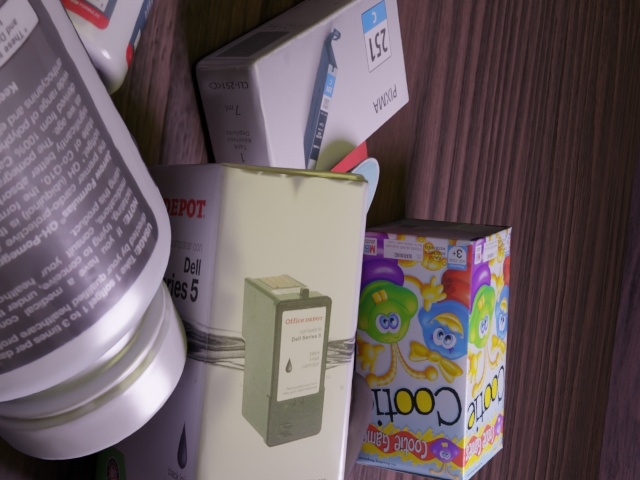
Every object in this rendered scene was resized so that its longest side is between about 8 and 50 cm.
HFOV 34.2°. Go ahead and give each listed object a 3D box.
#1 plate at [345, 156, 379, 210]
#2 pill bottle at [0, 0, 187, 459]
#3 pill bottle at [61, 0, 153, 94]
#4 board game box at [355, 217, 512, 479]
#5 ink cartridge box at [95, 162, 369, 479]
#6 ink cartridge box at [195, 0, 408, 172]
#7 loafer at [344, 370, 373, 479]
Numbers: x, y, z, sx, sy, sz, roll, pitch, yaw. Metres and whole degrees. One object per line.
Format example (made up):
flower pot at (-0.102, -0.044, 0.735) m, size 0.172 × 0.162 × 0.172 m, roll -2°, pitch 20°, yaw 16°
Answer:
plate at (0.000, 0.000, 1.000) m, size 0.188 × 0.024 × 0.188 m, roll -56°, pitch 165°, yaw -23°
pill bottle at (-0.184, -0.028, 0.541) m, size 0.176 × 0.176 × 0.318 m, roll -62°, pitch 145°, yaw -36°
pill bottle at (-0.148, -0.191, 0.653) m, size 0.108 × 0.108 × 0.180 m, roll 47°, pitch 55°, yaw -56°
board game box at (0.133, 0.121, 1.222) m, size 0.144 × 0.142 × 0.275 m, roll -16°, pitch 109°, yaw -61°
ink cartridge box at (-0.070, 0.083, 0.739) m, size 0.115 × 0.198 × 0.273 m, roll 5°, pitch 90°, yaw -29°
ink cartridge box at (0.003, -0.094, 1.012) m, size 0.296 × 0.066 × 0.261 m, roll -45°, pitch 133°, yaw -51°
loafer at (-0.067, 0.242, 0.911) m, size 0.130 × 0.134 × 0.366 m, roll 43°, pitch 43°, yaw -25°
